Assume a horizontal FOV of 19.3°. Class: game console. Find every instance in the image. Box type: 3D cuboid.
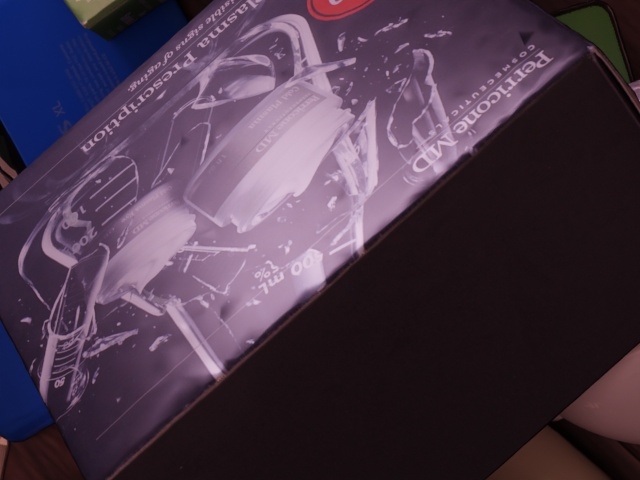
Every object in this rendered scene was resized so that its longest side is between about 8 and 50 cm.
[{"bbox_3d":[-0.186,-0.037,1.370,0.250,0.173,0.293,-28,89,-13],"label":"game console"}]

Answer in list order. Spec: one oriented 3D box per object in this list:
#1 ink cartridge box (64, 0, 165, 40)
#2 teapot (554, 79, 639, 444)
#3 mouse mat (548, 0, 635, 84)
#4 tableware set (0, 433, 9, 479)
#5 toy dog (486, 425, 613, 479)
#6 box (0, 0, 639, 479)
[{"bbox_3d":[-0.107,-0.258,1.257,0.212,0.093,0.154,-36,87,4],"label":"ink cartridge box"},{"bbox_3d":[0.240,0.030,1.157,0.252,0.256,0.187,-50,124,-1],"label":"teapot"},{"bbox_3d":[0.151,-0.053,1.274,0.153,0.007,0.189,-17,91,19],"label":"mouse mat"},{"bbox_3d":[-0.312,0.229,1.437,0.128,0.039,0.194,12,100,15],"label":"tableware set"},{"bbox_3d":[0.106,0.348,1.120,0.395,0.408,0.284,36,113,8],"label":"toy dog"},{"bbox_3d":[0.000,0.000,1.100,0.343,0.312,0.179,-42,126,0],"label":"box"}]
